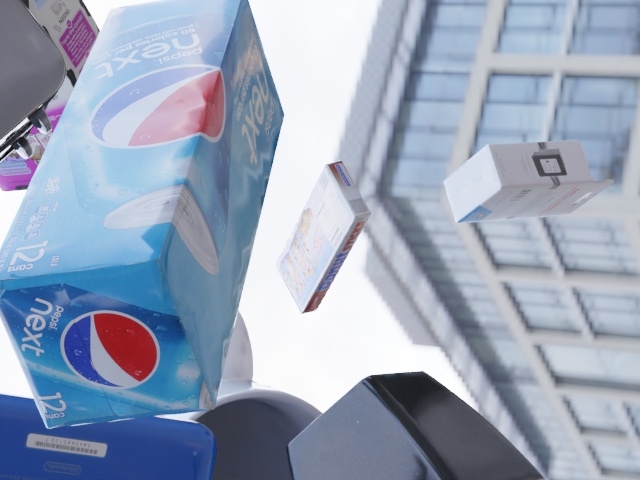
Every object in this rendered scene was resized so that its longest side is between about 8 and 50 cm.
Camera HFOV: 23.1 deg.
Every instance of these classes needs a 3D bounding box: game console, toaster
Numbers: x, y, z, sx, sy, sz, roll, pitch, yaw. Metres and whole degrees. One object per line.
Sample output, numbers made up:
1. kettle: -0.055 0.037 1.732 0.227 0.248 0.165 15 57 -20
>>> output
1. game console: -0.274 0.253 1.402 0.293 0.173 0.250 12 -90 -29
2. toaster: -0.268 -0.123 1.062 0.110 0.168 0.185 -40 -86 -22

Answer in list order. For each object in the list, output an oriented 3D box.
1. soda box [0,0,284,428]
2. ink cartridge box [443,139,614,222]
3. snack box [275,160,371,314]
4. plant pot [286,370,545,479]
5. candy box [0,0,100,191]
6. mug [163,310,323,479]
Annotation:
1. soda box: -0.066 -0.021 0.629 0.210 0.067 0.071 -81 -21 -55
2. ink cartridge box: 0.255 -0.073 1.907 0.180 0.104 0.060 -5 -112 -32
3. snack box: 0.000 0.000 1.522 0.022 0.064 0.178 -16 -26 -29
4. plant pot: 0.078 0.236 1.584 0.187 0.188 0.167 3 -133 -57
5. candy box: -0.269 -0.155 1.404 0.233 0.159 0.071 62 -143 -37
6. mug: -0.150 0.239 1.825 0.276 0.328 0.374 1 -87 -30
